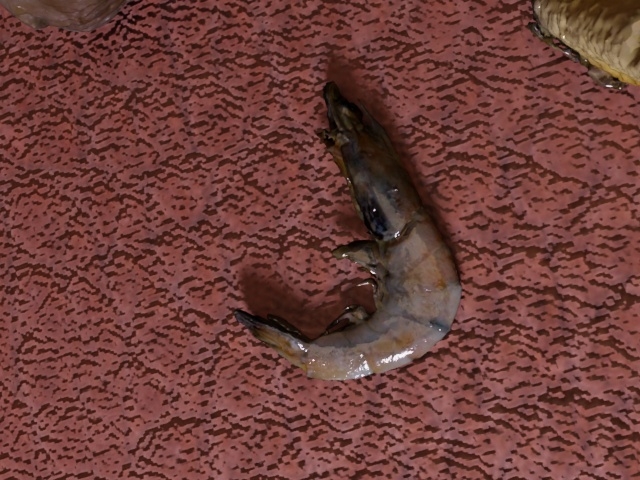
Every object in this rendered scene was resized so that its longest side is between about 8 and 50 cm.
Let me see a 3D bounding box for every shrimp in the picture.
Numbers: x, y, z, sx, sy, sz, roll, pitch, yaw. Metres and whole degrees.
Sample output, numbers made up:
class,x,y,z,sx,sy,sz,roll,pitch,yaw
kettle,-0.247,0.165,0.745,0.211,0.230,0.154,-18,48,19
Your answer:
class,x,y,z,sx,sy,sz,roll,pitch,yaw
shrimp,0.001,0.000,0.816,0.148,0.035,0.195,-28,76,14

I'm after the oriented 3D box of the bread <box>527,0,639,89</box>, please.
class,x,y,z,sx,sy,sz,roll,pitch,yaw
bread,0.245,-0.131,0.707,0.174,0.133,0.251,-45,72,8

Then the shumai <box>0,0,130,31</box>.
class,x,y,z,sx,sy,sz,roll,pitch,yaw
shumai,-0.155,-0.268,0.816,0.185,0.184,0.218,51,136,3
